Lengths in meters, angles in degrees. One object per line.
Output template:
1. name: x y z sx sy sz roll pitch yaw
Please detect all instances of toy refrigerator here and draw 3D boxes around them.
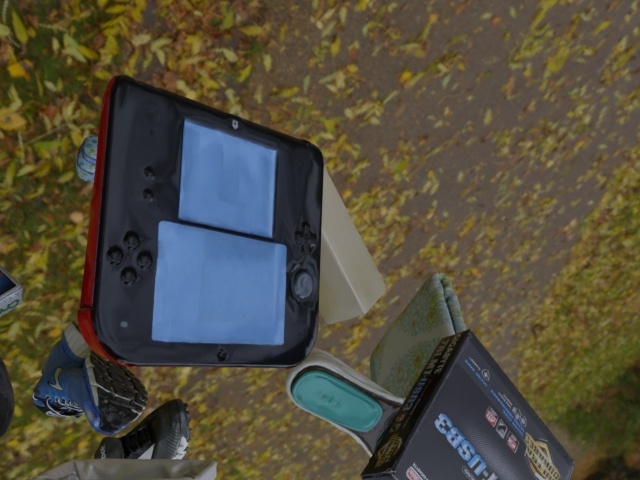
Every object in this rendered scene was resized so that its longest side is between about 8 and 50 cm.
1. toy refrigerator: 0.000 0.000 1.258 0.094 0.269 0.102 -21 -168 34

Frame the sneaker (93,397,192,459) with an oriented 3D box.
1. sneaker: -0.265 0.304 1.052 0.106 0.078 0.234 4 140 -36

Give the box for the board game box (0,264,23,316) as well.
1. board game box: -0.616 0.095 1.045 0.305 0.193 0.053 -39 164 -43

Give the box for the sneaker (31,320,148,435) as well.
1. sneaker: -0.412 0.265 1.281 0.130 0.330 0.147 42 81 -31

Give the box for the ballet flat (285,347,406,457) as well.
1. ballet flat: 0.104 0.314 1.323 0.400 0.139 0.139 37 108 -16

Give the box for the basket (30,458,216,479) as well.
1. basket: -0.196 0.283 0.743 0.167 0.103 0.113 -1 173 3

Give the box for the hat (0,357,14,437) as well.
1. hat: -0.773 0.271 1.543 0.331 0.134 0.331 1 118 2

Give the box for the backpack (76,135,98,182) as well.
1. backpack: -0.582 -0.211 1.908 0.105 0.114 0.084 14 145 -14

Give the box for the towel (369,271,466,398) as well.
1. towel: 0.241 0.305 1.751 0.090 0.374 0.320 21 124 -20

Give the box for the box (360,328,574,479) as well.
1. box: 0.227 0.333 1.064 0.073 0.295 0.293 -29 -167 44

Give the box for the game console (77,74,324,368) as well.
1. game console: -0.132 -0.004 0.972 0.387 0.060 0.342 13 81 -49
